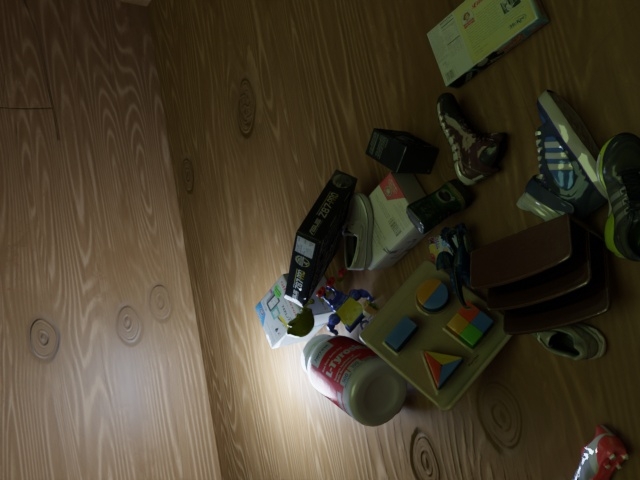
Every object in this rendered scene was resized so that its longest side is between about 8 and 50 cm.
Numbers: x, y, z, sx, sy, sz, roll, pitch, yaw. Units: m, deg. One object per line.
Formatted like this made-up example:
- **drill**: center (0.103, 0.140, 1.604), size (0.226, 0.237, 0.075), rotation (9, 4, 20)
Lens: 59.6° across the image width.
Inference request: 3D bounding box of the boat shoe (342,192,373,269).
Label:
- **boat shoe**: center (0.116, -0.029, 1.836), size (0.095, 0.084, 0.257), rotation (-6, 88, 53)

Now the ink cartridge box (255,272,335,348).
- **ink cartridge box**: center (-0.095, 0.271, 2.235), size (0.270, 0.197, 0.198), rotation (-50, 57, 42)

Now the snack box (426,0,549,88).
- **snack box**: center (0.455, -0.593, 1.560), size (0.322, 0.060, 0.187), rotation (-31, 71, 49)

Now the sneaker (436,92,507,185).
- **sneaker**: center (0.444, -0.309, 1.587), size (0.163, 0.106, 0.281), rotation (-19, 90, 46)

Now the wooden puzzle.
- **wooden puzzle**: center (0.328, 0.257, 1.609), size (0.348, 0.080, 0.322), rotation (38, 83, 29)

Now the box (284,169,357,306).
- **box**: center (0.000, 0.000, 1.919), size (0.097, 0.318, 0.394), rotation (26, 144, 10)

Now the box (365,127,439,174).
- **box**: center (0.257, -0.281, 1.766), size (0.158, 0.156, 0.093), rotation (41, 124, 41)

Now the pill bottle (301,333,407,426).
- **pill bottle**: center (0.099, 0.468, 1.969), size (0.408, 0.229, 0.228), rotation (15, 106, 60)

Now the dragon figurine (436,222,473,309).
- **dragon figurine**: center (0.380, 0.068, 1.565), size (0.085, 0.289, 0.144), rotation (-22, 117, 33)

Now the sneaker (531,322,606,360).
- **sneaker**: center (0.585, 0.228, 1.439), size (0.262, 0.121, 0.099), rotation (23, 112, 48)

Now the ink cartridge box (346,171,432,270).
- **ink cartridge box**: center (0.232, -0.061, 1.852), size (0.283, 0.117, 0.207), rotation (-49, 57, 42)

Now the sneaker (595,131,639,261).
- **sneaker**: center (0.688, -0.089, 1.221), size (0.121, 0.111, 0.299), rotation (-82, -24, -74)

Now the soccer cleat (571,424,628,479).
- **soccer cleat**: center (0.681, 0.575, 1.406), size (0.095, 0.083, 0.247), rotation (-100, 21, -58)

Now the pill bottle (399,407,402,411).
- **pill bottle**: center (0.227, 0.572, 1.971), size (0.116, 0.065, 0.065), rotation (-4, 91, 52)

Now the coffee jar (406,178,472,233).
- **coffee jar**: center (0.353, -0.104, 1.654), size (0.096, 0.185, 0.079), rotation (56, 173, 30)

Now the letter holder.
- **letter holder**: center (0.536, 0.101, 1.393), size (0.302, 0.152, 0.214), rotation (-30, 42, 50)

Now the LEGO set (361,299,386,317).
- **LEGO set**: center (0.267, 0.287, 1.837), size (0.107, 0.132, 0.287), rotation (-34, 90, 42)

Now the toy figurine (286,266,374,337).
- **toy figurine**: center (0.074, 0.257, 1.977), size (0.217, 0.362, 0.191), rotation (41, 164, 10)

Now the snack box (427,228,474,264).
- **snack box**: center (0.401, 0.026, 1.714), size (0.141, 0.037, 0.100), rotation (-17, 82, 50)

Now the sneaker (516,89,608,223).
- **sneaker**: center (0.565, -0.184, 1.405), size (0.236, 0.130, 0.322), rotation (-38, 71, 40)
